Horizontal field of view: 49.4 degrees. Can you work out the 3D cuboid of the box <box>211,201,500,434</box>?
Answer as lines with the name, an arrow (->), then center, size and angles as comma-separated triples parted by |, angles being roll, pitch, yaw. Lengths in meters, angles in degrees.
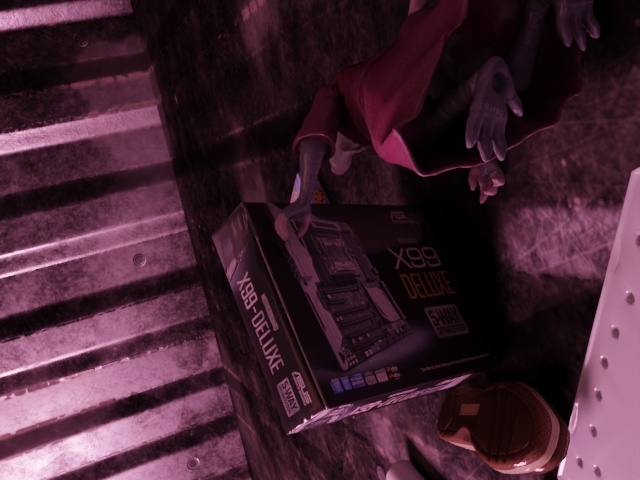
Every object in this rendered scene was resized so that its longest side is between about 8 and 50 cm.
box -> 0.049, 0.074, 0.827 | 0.076, 0.307, 0.243 | -43, 61, 38

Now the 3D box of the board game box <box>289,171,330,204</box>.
board game box -> 0.000, 0.000, 1.282 | 0.160, 0.039, 0.212 | 108, 142, -57

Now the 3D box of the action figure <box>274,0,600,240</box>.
action figure -> 0.068, -0.151, 0.697 | 0.370, 0.247, 0.276 | 6, 110, 65

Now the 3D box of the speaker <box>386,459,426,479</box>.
speaker -> 0.162, 0.421, 1.140 | 0.136, 0.055, 0.055 | -142, 41, -58

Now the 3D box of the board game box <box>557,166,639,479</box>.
board game box -> 0.319, 0.196, 0.487 | 0.390, 0.050, 0.390 | -117, 21, -54

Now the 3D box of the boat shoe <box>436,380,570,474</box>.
boat shoe -> 0.221, 0.211, 0.783 | 0.257, 0.095, 0.095 | 152, 139, -79
